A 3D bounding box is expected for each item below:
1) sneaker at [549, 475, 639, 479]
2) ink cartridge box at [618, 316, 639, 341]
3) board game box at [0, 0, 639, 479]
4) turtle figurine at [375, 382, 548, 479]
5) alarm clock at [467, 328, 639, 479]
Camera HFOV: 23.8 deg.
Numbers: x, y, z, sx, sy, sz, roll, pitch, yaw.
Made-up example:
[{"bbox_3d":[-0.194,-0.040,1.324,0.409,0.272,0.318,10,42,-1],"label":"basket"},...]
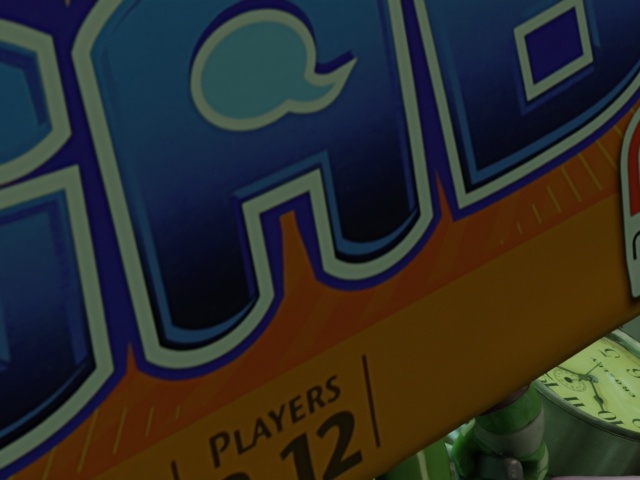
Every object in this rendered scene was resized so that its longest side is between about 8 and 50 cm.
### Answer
[{"bbox_3d":[0.175,0.170,0.738,0.095,0.104,0.236,-8,-14,28],"label":"sneaker"},{"bbox_3d":[0.308,0.071,1.033,0.237,0.100,0.172,29,25,8],"label":"ink cartridge box"},{"bbox_3d":[-0.133,-0.127,0.453,0.356,0.356,0.356,-26,27,-33],"label":"board game box"},{"bbox_3d":[0.001,0.105,0.679,0.198,0.274,0.266,39,38,-26],"label":"turtle figurine"},{"bbox_3d":[0.135,0.094,0.869,0.192,0.064,0.129,5,31,-42],"label":"alarm clock"}]
